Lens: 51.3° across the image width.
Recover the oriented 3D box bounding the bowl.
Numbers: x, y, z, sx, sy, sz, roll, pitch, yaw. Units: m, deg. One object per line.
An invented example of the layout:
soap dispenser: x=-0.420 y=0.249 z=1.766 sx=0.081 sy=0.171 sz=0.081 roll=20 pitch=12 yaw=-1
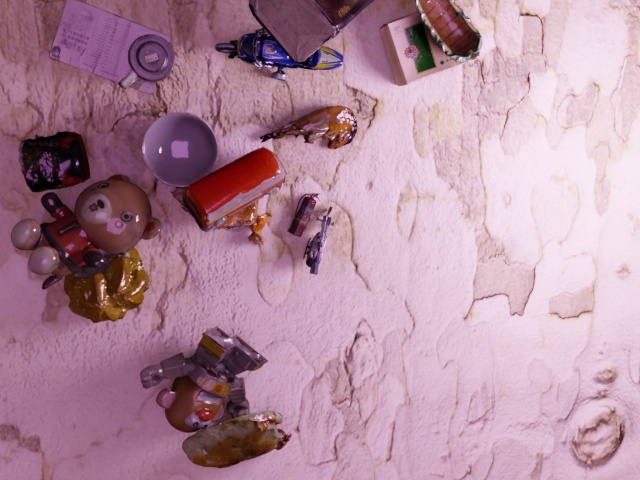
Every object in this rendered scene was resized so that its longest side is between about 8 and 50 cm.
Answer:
bowl: x=-0.356 y=-0.233 z=1.708 sx=0.189 sy=0.086 sz=0.188 roll=-1 pitch=99 yaw=-8

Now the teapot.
teapot: x=-0.425 y=-0.429 z=1.648 sx=0.111 sy=0.108 sz=0.149 roll=19 pitch=91 yaw=-16

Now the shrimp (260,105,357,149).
shrimp: x=-0.023 y=-0.278 z=1.769 sx=0.262 sy=0.066 sz=0.117 roll=-21 pitch=102 yaw=-4

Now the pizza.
pizza: x=-0.266 y=-0.093 z=1.749 sx=0.227 sy=0.069 sz=0.147 roll=-16 pitch=82 yaw=-12

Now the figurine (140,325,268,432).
figurine: x=-0.306 y=0.385 z=1.780 sx=0.343 sy=0.167 sz=0.284 roll=37 pitch=97 yaw=-15

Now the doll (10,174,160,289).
doll: x=-0.570 y=-0.022 z=1.642 sx=0.330 sy=0.174 sz=0.235 roll=-33 pitch=65 yaw=-17

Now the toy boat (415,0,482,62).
toy boat: x=0.299 y=-0.575 z=1.668 sx=0.108 sy=0.099 sz=0.293 roll=-40 pitch=108 yaw=-4

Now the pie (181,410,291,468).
pie: x=-0.227 y=0.534 z=1.802 sx=0.275 sy=0.105 sz=0.257 roll=-20 pitch=146 yaw=-3

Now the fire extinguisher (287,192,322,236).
fire extinguisher: x=-0.044 y=-0.076 z=1.814 sx=0.056 sy=0.039 sz=0.132 roll=22 pitch=95 yaw=-22

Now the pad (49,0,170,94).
pad: x=-0.528 y=-0.487 z=1.674 sx=0.265 sy=0.009 sz=0.159 roll=18 pitch=95 yaw=-13

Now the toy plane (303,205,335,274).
toy plane: x=0.000 y=-0.001 z=1.816 sx=0.054 sy=0.078 sz=0.196 roll=20 pitch=81 yaw=-10

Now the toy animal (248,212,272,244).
toy animal: x=-0.160 y=-0.028 z=1.793 sx=0.081 sy=0.060 sz=0.083 roll=-17 pitch=93 yaw=-6

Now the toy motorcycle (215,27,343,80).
toy motorcycle: x=-0.105 y=-0.468 z=1.669 sx=0.316 sy=0.169 sz=0.113 roll=5 pitch=97 yaw=-11

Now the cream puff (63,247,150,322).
cream puff: x=-0.541 y=0.130 z=1.694 sx=0.221 sy=0.194 sz=0.194 roll=-25 pitch=103 yaw=-2

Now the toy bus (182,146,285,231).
toy bus: x=-0.208 y=-0.140 z=1.672 sx=0.265 sy=0.120 sz=0.121 roll=-31 pitch=81 yaw=-17

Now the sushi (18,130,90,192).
sushi: x=-0.632 y=-0.188 z=1.595 sx=0.126 sy=0.225 sz=0.136 roll=-12 pitch=107 yaw=-10

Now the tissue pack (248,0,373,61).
tissue pack: x=0.029 y=-0.615 z=1.590 sx=0.210 sy=0.198 sz=0.370 roll=46 pitch=57 yaw=-10

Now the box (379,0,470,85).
box: x=0.286 y=-0.525 z=1.767 sx=0.212 sy=0.095 sz=0.168 roll=-21 pitch=100 yaw=-6
